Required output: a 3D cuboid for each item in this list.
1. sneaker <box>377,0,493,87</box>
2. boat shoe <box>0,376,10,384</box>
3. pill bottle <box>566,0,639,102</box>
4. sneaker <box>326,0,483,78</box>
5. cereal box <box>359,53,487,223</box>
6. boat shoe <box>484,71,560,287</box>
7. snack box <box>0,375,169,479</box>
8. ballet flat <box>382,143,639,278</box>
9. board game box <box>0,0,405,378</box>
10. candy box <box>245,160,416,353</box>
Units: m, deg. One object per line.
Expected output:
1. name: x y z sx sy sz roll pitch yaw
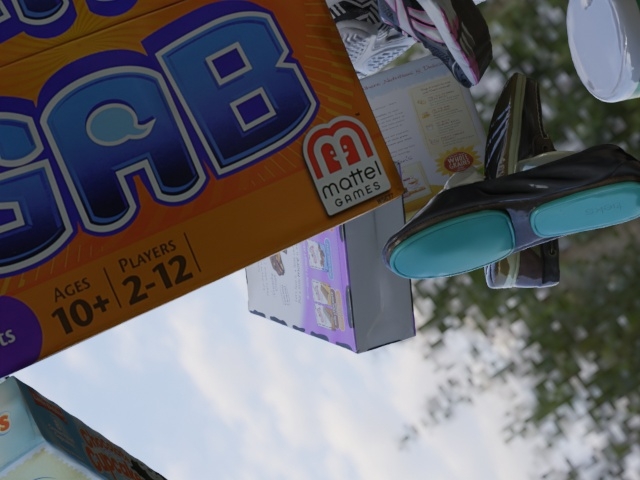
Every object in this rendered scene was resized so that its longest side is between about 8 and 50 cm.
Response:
1. sneaker: 0.101 -0.228 1.819 0.178 0.077 0.072 58 -141 -7
2. boat shoe: -0.416 0.141 2.134 0.056 0.049 0.152 52 180 38
3. pill bottle: 0.331 -0.192 1.590 0.117 0.208 0.117 168 90 -74
4. sneaker: 0.050 -0.316 2.028 0.210 0.366 0.137 64 -169 16
5. cereal box: 0.088 -0.094 1.917 0.240 0.173 0.047 -102 -8 -49
6. boat shoe: 0.194 -0.052 1.702 0.073 0.080 0.223 11 -120 -8
7. snack box: -0.183 0.220 1.224 0.060 0.187 0.322 57 -174 35
8. ballet flat: 0.140 -0.026 1.334 0.074 0.203 0.074 -16 -90 -89
9. board game box: -0.227 -0.103 1.308 0.356 0.356 0.356 -18 95 63
10. candy box: 0.000 0.000 1.684 0.196 0.070 0.164 17 117 57
